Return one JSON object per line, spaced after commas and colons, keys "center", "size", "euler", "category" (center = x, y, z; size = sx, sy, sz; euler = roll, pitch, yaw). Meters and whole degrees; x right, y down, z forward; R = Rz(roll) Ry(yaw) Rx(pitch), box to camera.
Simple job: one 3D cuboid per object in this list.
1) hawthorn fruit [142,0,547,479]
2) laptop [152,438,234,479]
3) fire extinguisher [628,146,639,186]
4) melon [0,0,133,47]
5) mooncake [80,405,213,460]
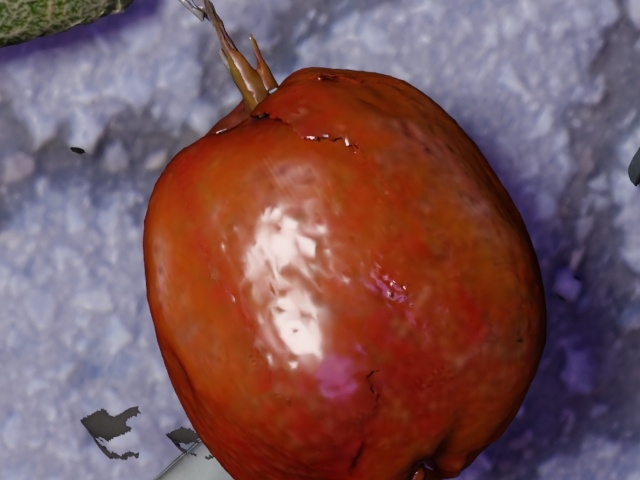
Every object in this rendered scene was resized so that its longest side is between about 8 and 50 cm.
{"center": [0.000, 0.000, 0.684], "size": [0.211, 0.211, 0.299], "euler": [-25, 93, 5], "category": "hawthorn fruit"}
{"center": [0.006, 0.227, 0.828], "size": [0.188, 0.015, 0.269], "euler": [-41, 101, 9], "category": "laptop"}
{"center": [0.309, -0.083, 0.720], "size": [0.269, 0.105, 0.104], "euler": [-13, 104, 2], "category": "fire extinguisher"}
{"center": [-0.207, -0.149, 0.696], "size": [0.202, 0.093, 0.139], "euler": [28, 99, -16], "category": "melon"}
{"center": [-0.059, 0.234, 0.783], "size": [0.150, 0.057, 0.346], "euler": [-19, 108, 37], "category": "mooncake"}
